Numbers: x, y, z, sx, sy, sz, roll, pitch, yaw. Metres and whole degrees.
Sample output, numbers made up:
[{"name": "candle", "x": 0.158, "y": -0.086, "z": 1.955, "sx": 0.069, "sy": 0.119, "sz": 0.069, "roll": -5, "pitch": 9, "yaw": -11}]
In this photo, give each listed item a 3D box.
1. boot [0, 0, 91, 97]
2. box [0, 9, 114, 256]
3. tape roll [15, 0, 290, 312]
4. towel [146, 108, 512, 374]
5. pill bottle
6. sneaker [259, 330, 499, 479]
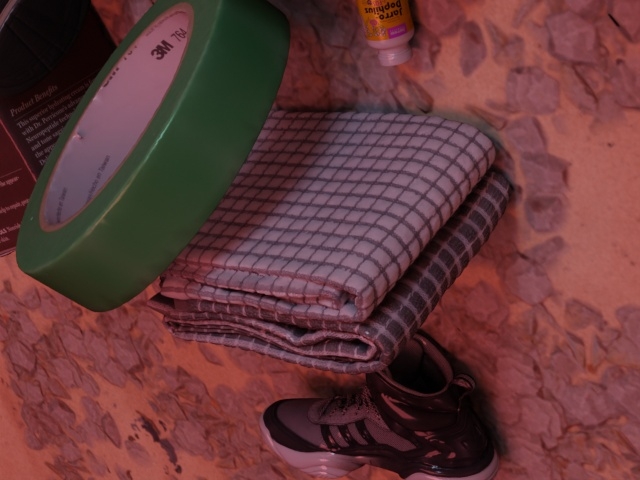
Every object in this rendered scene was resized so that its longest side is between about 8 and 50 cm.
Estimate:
[{"name": "boot", "x": -0.304, "y": -0.258, "z": 1.451, "sx": 0.179, "sy": 0.236, "sz": 0.085, "roll": 20, "pitch": 169, "yaw": 35}, {"name": "box", "x": -0.298, "y": -0.117, "z": 1.562, "sx": 0.167, "sy": 0.168, "sz": 0.203, "roll": -16, "pitch": 107, "yaw": 47}, {"name": "tape roll", "x": -0.153, "y": -0.092, "z": 1.341, "sx": 0.077, "sy": 0.321, "sz": 0.321, "roll": 32, "pitch": 144, "yaw": -22}, {"name": "towel", "x": 0.000, "y": 0.000, "z": 1.339, "sx": 0.284, "sy": 0.235, "sz": 0.121, "roll": 5, "pitch": 133, "yaw": 41}, {"name": "pill bottle", "x": 0.056, "y": -0.194, "z": 1.290, "sx": 0.043, "sy": 0.043, "sz": 0.083, "roll": 5, "pitch": 122, "yaw": 39}, {"name": "sneaker", "x": 0.050, "y": 0.162, "z": 1.516, "sx": 0.269, "sy": 0.101, "sz": 0.153, "roll": 8, "pitch": 123, "yaw": 30}]
